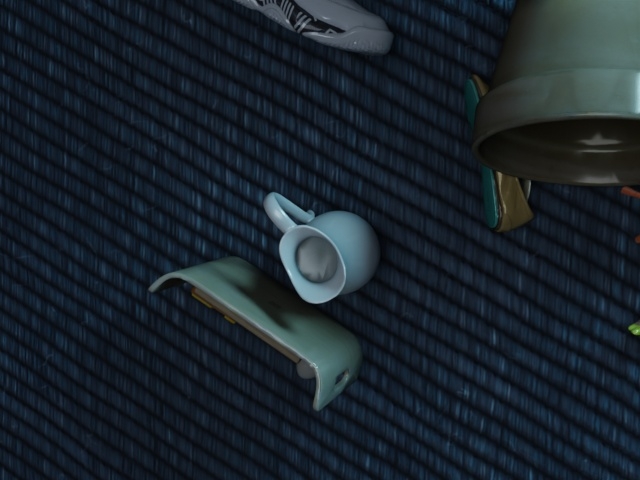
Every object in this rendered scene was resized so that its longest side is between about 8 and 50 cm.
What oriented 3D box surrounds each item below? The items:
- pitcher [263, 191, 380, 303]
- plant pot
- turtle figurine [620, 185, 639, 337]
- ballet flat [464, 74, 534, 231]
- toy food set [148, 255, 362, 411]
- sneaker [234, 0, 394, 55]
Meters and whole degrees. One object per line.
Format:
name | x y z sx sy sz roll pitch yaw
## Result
pitcher | 0.000 0.000 1.514 0.125 0.207 0.178 -35 83 18
plant pot | 0.366 -0.243 1.342 0.323 0.323 0.280 2 80 18
turtle figurine | 0.509 0.044 1.415 0.269 0.087 0.217 23 109 6
ballet flat | 0.262 -0.130 1.498 0.073 0.080 0.232 -11 95 -9
toy food set | -0.091 0.134 1.550 0.306 0.220 0.092 33 104 12
sneaker | -0.027 -0.425 1.520 0.366 0.137 0.210 30 105 16
